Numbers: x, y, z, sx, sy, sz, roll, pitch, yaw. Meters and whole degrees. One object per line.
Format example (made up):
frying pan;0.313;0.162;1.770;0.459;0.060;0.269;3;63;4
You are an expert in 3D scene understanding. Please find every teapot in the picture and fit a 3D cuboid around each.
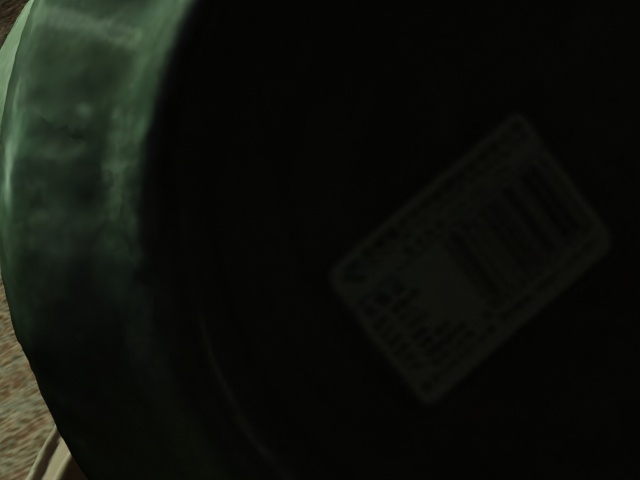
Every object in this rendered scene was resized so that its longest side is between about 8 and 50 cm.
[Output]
teapot;0.000;0.000;0.606;0.300;0.253;0.344;-61;16;-4
